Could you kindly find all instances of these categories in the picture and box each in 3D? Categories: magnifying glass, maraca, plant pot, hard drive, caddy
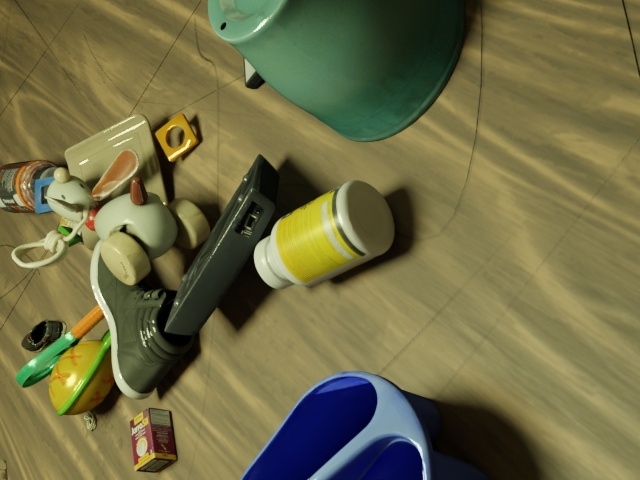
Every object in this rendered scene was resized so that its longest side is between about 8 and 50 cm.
[{"bbox_3d":[-0.427,0.173,1.605,0.231,0.092,0.026,-43,80,16],"label":"magnifying glass"},{"bbox_3d":[-0.386,0.212,1.593,0.186,0.099,0.127,-59,17,-16],"label":"maraca"},{"bbox_3d":[0.004,-0.295,1.239,0.271,0.255,0.272,-18,64,42],"label":"plant pot"},{"bbox_3d":[-0.138,0.010,1.378,0.255,0.054,0.172,-57,12,20],"label":"hard drive"},{"bbox_3d":[0.023,0.306,1.056,0.341,0.179,0.241,-55,45,17],"label":"caddy"}]

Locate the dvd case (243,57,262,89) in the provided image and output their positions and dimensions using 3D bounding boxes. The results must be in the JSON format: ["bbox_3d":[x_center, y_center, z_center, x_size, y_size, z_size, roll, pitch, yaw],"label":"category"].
[{"bbox_3d":[-0.081,-0.391,1.509,0.180,0.022,0.253,-40,48,49],"label":"dvd case"}]

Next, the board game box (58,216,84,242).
[{"bbox_3d":[-0.419,-0.086,1.774,0.147,0.045,0.193,8,82,48],"label":"board game box"}]

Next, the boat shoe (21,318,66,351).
[{"bbox_3d":[-0.535,0.179,1.806,0.133,0.042,0.049,-23,62,42],"label":"boat shoe"}]

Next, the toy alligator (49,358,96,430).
[{"bbox_3d":[-0.443,0.258,1.668,0.056,0.051,0.190,-54,44,19],"label":"toy alligator"}]

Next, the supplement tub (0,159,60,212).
[{"bbox_3d":[-0.578,-0.108,1.908,0.198,0.106,0.106,0,76,48],"label":"supplement tub"}]

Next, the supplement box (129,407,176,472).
[{"bbox_3d":[-0.257,0.306,1.457,0.055,0.043,0.083,-40,50,33],"label":"supplement box"}]

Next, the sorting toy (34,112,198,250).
[{"bbox_3d":[-0.350,-0.100,1.669,0.347,0.047,0.196,-23,74,20],"label":"sorting toy"}]

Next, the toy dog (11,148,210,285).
[{"bbox_3d":[-0.342,-0.060,1.516,0.333,0.161,0.220,7,39,23],"label":"toy dog"}]

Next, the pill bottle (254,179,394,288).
[{"bbox_3d":[0.000,0.000,1.248,0.184,0.103,0.103,-27,58,38],"label":"pill bottle"}]

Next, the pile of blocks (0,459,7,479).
[{"bbox_3d":[-0.739,0.514,1.848,0.362,0.112,0.149,-22,61,41],"label":"pile of blocks"}]

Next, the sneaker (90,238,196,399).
[{"bbox_3d":[-0.277,0.091,1.522,0.147,0.104,0.296,-37,56,28],"label":"sneaker"}]
